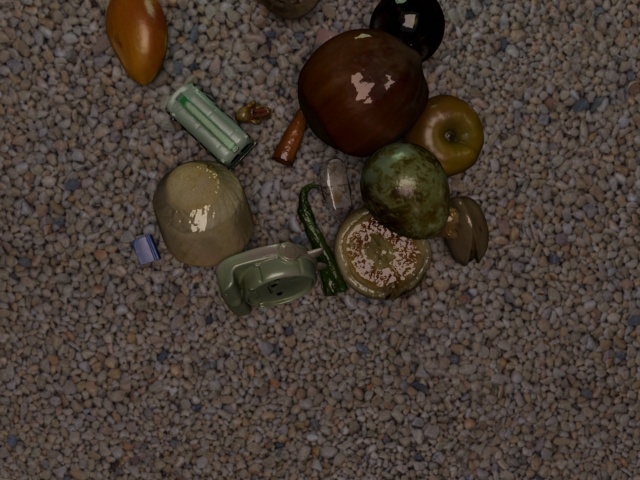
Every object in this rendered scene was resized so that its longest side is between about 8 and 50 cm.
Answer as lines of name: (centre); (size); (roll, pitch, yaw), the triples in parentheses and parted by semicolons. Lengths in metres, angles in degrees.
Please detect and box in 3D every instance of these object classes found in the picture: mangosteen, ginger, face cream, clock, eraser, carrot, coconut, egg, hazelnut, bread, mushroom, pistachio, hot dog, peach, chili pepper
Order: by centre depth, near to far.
egg: (0.241, -0.134, 1.666); (0.238, 0.238, 0.289); (-34, 101, 0)
hazelnut: (0.120, -0.411, 1.704); (0.366, 0.366, 0.366); (0, 94, -2)
mushroom: (-0.097, -0.762, 1.743); (0.226, 0.178, 0.226); (16, 134, 17)
coconut: (-0.338, -0.068, 1.756); (0.329, 0.329, 0.329); (0, 94, -2)
clock: (-0.135, 0.107, 1.771); (0.324, 0.265, 0.108); (-17, 64, -1)
mangosteen: (0.254, -0.650, 1.774); (0.228, 0.228, 0.265); (1, 62, -2)
ginger: (0.320, -0.118, 1.808); (0.086, 0.131, 0.294); (-14, 56, -25)
peach: (0.381, -0.315, 1.827); (0.251, 0.153, 0.251); (-4, 104, -15)
bread: (0.185, 0.036, 1.834); (0.305, 0.159, 0.305); (0, 91, -5)
face cream: (0.009, -0.544, 1.836); (0.084, 0.057, 0.198); (13, 94, -4)
carrot: (-0.082, -0.331, 1.844); (0.072, 0.072, 0.205); (22, 91, -4)
pistachio: (0.449, -0.029, 1.852); (0.138, 0.153, 0.238); (-14, 119, 9)
hot dog: (0.050, -0.162, 1.861); (0.099, 0.053, 0.192); (-15, 95, -17)
eraser: (-0.545, 0.029, 1.871); (0.063, 0.027, 0.084); (-20, 95, 1)
chili pepper: (0.000, 0.000, 1.872); (0.085, 0.076, 0.359); (-14, 95, 20)

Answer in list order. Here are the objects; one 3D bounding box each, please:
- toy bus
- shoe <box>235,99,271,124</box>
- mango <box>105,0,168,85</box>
toy bus: (-0.332, -0.347, 1.784); (0.276, 0.165, 0.133); (43, 90, -5)
shoe: (-0.204, -0.392, 1.833); (0.109, 0.069, 0.072); (8, 94, -9)
mango: (-0.536, -0.595, 1.774); (0.187, 0.138, 0.257); (-19, 89, 11)
